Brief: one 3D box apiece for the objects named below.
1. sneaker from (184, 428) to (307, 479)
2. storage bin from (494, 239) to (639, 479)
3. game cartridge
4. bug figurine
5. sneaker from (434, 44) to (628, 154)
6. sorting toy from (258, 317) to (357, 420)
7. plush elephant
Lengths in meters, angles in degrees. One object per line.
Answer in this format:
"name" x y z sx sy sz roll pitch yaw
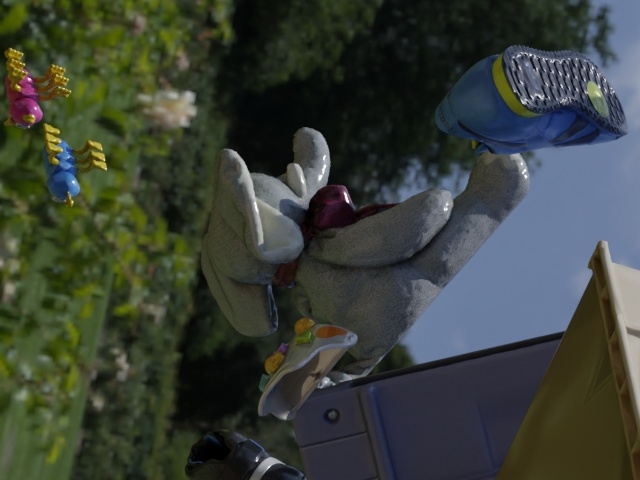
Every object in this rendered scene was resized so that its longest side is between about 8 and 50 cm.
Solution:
"sneaker" -0.074 0.235 1.284 0.079 0.121 0.217 -53 176 -25
"storage bin" 0.126 0.178 0.524 0.260 0.123 0.262 -79 -172 -63
"game cartridge" 0.173 0.192 1.048 0.068 0.355 0.230 -21 97 -86
"bug figurine" -0.388 -0.151 1.572 0.072 0.279 0.216 -39 -132 30
"sneaker" 0.164 -0.101 1.036 0.082 0.209 0.069 -30 -108 35
"sorting toy" -0.021 0.097 0.981 0.083 0.045 0.075 -52 176 20
"plush elephant" 0.000 0.000 1.395 0.330 0.255 0.272 -47 176 -29
